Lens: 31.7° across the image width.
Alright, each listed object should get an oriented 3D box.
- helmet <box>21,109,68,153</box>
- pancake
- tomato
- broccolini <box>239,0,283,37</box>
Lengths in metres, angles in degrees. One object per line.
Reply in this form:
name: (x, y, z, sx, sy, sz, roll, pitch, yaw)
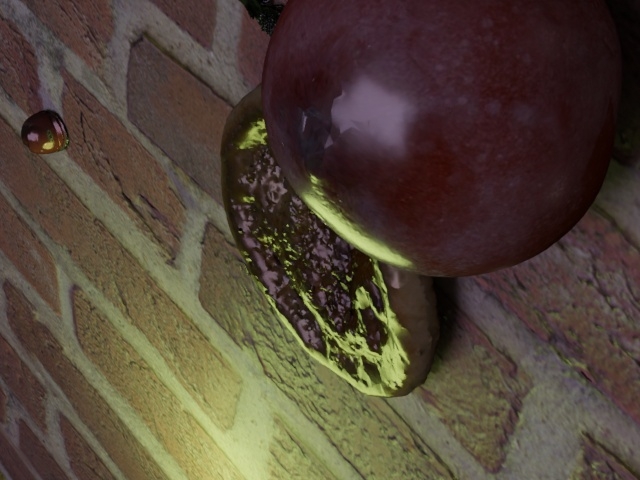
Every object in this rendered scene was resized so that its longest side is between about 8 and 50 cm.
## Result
helmet: (-0.409, -0.154, 1.643, 0.084, 0.049, 0.065, 2, 113, 55)
pancake: (0.002, -0.001, 1.153, 0.356, 0.065, 0.356, 38, 141, 40)
tomato: (0.077, -0.102, 0.822, 0.270, 0.227, 0.270, 31, 133, 40)
broccolini: (-0.080, -0.240, 1.127, 0.140, 0.035, 0.030, 40, 137, 34)
